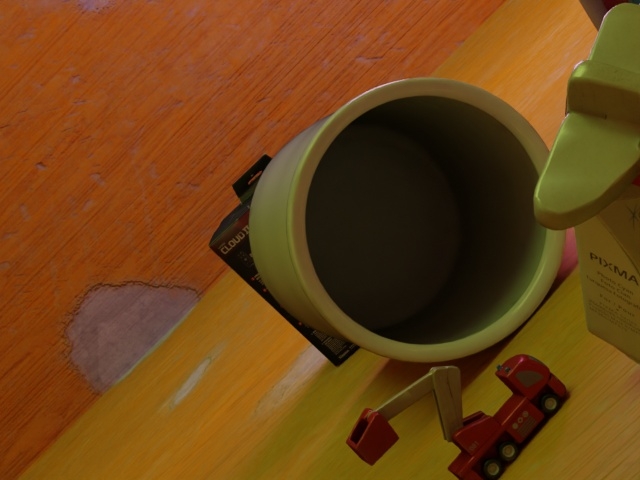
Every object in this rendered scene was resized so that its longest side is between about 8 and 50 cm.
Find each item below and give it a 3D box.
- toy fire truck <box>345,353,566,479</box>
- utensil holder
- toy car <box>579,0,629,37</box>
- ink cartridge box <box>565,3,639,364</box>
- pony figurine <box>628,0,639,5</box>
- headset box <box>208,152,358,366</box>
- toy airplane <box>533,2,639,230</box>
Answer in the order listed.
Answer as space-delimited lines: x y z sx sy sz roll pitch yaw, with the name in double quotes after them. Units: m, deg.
0.134 0.170 1.709 0.192 0.135 0.047 -48 10 -7 "toy fire truck"
0.089 -0.018 2.157 0.327 0.327 0.385 -48 7 -9 "utensil holder"
0.470 -0.372 2.384 0.238 0.210 0.219 -29 3 19 "toy car"
0.337 -0.101 1.480 0.308 0.091 0.385 -48 -28 -18 "ink cartridge box"
0.466 -0.306 1.902 0.351 0.303 0.363 -56 -10 -32 "pony figurine"
0.000 0.000 2.511 0.218 0.293 0.110 -43 10 21 "headset box"
0.346 -0.030 1.217 0.386 0.272 0.384 -33 46 5 "toy airplane"
